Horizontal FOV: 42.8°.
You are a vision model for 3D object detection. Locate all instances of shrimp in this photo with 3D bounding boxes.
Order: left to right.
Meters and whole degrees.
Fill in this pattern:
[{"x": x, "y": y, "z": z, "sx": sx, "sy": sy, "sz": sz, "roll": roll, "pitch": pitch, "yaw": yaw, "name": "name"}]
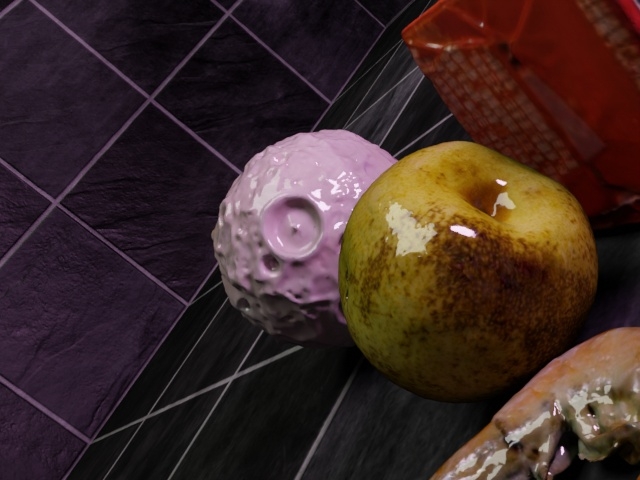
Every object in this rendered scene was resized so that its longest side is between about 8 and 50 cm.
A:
[{"x": 0.120, "y": 0.167, "z": 0.495, "sx": 0.296, "sy": 0.058, "sz": 0.169, "roll": -45, "pitch": 14, "yaw": 5, "name": "shrimp"}]

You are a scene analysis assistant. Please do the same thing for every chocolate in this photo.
[{"x": 0.209, "y": -0.127, "z": 0.641, "sx": 0.108, "sy": 0.237, "sz": 0.235, "roll": -40, "pitch": 8, "yaw": -18, "name": "chocolate"}]

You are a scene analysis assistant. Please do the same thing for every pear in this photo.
[{"x": 0.106, "y": 0.032, "z": 0.628, "sx": 0.197, "sy": 0.197, "sz": 0.197, "roll": -48, "pitch": 12, "yaw": 13, "name": "pear"}]

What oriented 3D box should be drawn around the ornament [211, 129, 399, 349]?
[{"x": 0.000, "y": 0.000, "z": 0.946, "sx": 0.259, "sy": 0.259, "sz": 0.225, "roll": -50, "pitch": -16, "yaw": 3, "name": "ornament"}]
